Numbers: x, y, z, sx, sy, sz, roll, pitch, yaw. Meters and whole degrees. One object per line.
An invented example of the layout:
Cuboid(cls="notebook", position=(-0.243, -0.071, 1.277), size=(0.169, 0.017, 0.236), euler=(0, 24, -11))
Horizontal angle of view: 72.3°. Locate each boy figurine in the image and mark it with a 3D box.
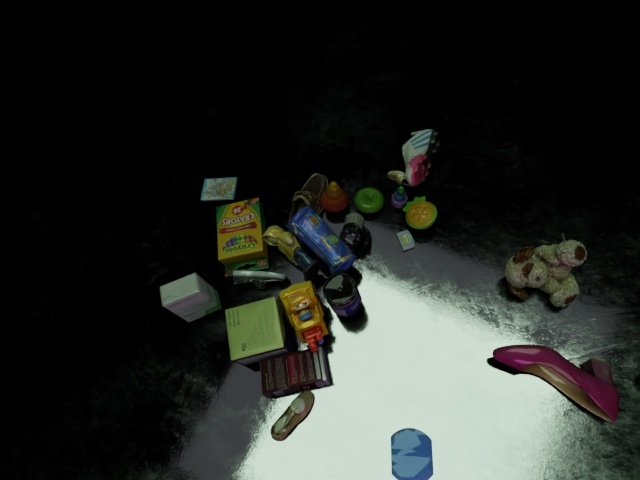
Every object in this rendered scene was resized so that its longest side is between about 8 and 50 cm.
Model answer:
Cuboid(cls="boy figurine", position=(-0.125, 0.033, 1.769), size=(0.092, 0.177, 0.285), euler=(-42, 68, -19))

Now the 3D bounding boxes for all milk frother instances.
Cuboid(cls="milk frother", position=(0.120, -0.016, 1.792), size=(0.143, 0.129, 0.134), euler=(-31, 20, 28))

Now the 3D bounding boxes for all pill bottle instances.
Cuboid(cls="pill bottle", position=(0.087, 0.211, 1.614), size=(0.123, 0.219, 0.122), euler=(-5, 64, 11))

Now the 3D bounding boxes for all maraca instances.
Cuboid(cls="maraca", position=(0.401, -0.115, 1.773), size=(0.127, 0.099, 0.185), euler=(-28, 38, 10))

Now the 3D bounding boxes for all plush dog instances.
Cuboid(cls="plush dog", position=(0.765, 0.094, 1.543), size=(0.226, 0.262, 0.210), euler=(-8, 30, -2))

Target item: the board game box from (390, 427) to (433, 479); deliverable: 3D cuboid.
Cuboid(cls="board game box", position=(0.299, 0.706, 1.438), size=(0.133, 0.033, 0.168), euler=(-1, 70, 7))

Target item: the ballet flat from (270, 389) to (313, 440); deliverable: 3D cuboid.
Cuboid(cls="ballet flat", position=(-0.101, 0.617, 1.547), size=(0.073, 0.067, 0.206), euler=(30, 74, 28))

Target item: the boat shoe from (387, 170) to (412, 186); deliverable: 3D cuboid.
Cuboid(cls="boat shoe", position=(0.350, -0.263, 1.878), size=(0.136, 0.050, 0.045), euler=(14, 64, 19))

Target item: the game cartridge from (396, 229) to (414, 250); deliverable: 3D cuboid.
Cuboid(cls="game cartridge", position=(0.347, -0.002, 1.774), size=(0.056, 0.017, 0.083), euler=(-19, 62, -1))

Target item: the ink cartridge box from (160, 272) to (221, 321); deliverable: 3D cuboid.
Cuboid(cls="ink cartridge box", position=(-0.513, 0.230, 1.744), size=(0.155, 0.212, 0.093), euler=(-23, 62, 2))

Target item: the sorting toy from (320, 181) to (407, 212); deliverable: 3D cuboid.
Cuboid(cls="sorting toy", position=(0.179, -0.198, 1.815), size=(0.366, 0.126, 0.126), euler=(1, 60, 4))

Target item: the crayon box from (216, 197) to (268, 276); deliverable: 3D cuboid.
Cuboid(cls="crayon box", position=(-0.339, -0.018, 1.899), size=(0.203, 0.081, 0.318), euler=(-13, 63, 6))

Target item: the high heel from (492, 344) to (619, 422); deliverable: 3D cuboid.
Cuboid(cls="high heel", position=(0.748, 0.448, 1.400), size=(0.378, 0.127, 0.181), euler=(7, 56, 12))

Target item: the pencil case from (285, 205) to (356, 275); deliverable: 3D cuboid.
Cuboid(cls="pencil case", position=(0.000, 0.000, 1.709), size=(0.306, 0.119, 0.133), euler=(47, 37, 14))

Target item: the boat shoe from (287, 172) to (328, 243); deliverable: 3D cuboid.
Cuboid(cls="boat shoe", position=(-0.060, -0.159, 1.879), size=(0.124, 0.123, 0.341), euler=(17, 70, 20))

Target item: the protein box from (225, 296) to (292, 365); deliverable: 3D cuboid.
Cuboid(cls="protein box", position=(-0.234, 0.348, 1.668), size=(0.201, 0.136, 0.199), euler=(-16, 63, 4))

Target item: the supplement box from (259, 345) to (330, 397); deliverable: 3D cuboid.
Cuboid(cls="supplement box", position=(-0.095, 0.483, 1.603), size=(0.240, 0.073, 0.130), euler=(-14, 56, 6))

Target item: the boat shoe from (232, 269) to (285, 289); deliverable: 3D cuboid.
Cuboid(cls="boat shoe", position=(-0.255, 0.164, 1.800), size=(0.229, 0.080, 0.075), euler=(2, 87, 9))

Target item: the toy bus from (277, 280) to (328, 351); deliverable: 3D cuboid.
Cuboid(cls="toy bus", position=(-0.050, 0.287, 1.590), size=(0.150, 0.220, 0.211), euler=(-20, 51, -3))

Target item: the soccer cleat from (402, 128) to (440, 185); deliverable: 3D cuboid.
Cuboid(cls="soccer cleat", position=(0.402, -0.352, 1.868), size=(0.143, 0.116, 0.331), euler=(7, 50, 31))

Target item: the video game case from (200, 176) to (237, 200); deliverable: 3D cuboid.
Cuboid(cls="video game case", position=(-0.480, -0.244, 2.075), size=(0.167, 0.015, 0.119), euler=(-2, 65, 12))
